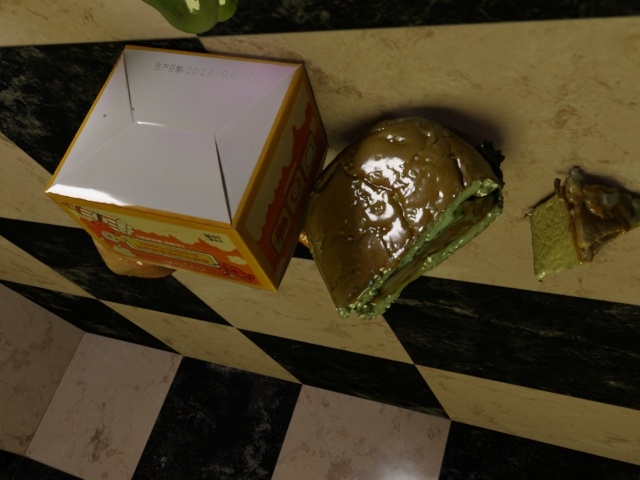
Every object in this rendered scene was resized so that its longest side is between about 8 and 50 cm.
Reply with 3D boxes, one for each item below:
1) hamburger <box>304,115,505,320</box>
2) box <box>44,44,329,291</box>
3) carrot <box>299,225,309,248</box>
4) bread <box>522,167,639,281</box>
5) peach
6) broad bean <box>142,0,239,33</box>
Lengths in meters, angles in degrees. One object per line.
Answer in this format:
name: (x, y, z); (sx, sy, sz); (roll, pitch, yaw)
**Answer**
hamburger: (0.094, -0.049, 0.844); (0.309, 0.211, 0.133); (-45, 147, 21)
box: (-0.169, -0.100, 0.876); (0.284, 0.259, 0.213); (11, 157, 19)
carrot: (-0.001, 0.000, 1.224); (0.271, 0.062, 0.066); (27, -172, -9)
bread: (0.378, -0.011, 0.863); (0.152, 0.127, 0.147); (6, 159, -12)
peach: (-0.366, -0.007, 1.285); (0.233, 0.232, 0.232); (16, 156, 7)
broad bean: (-0.169, -0.298, 0.666); (0.175, 0.082, 0.124); (30, 145, -21)
